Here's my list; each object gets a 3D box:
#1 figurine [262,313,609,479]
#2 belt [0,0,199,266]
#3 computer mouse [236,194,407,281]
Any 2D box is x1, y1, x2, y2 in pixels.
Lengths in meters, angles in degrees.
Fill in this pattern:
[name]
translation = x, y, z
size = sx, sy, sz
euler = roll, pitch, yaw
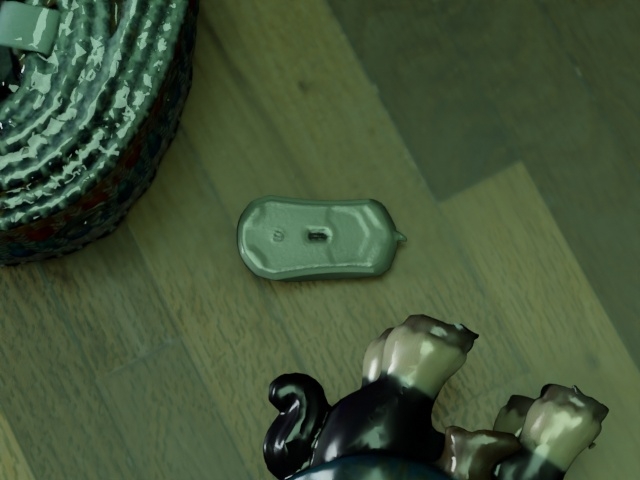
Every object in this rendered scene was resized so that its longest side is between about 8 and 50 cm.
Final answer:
[figurine]
translation = 0.021, 0.238, 1.069
size = 0.412, 0.241, 0.306
euler = -34, 102, -21
[belt]
translation = -0.182, -0.131, 1.167
size = 0.207, 0.160, 0.295
euler = 29, 82, 9
[computer mouse]
translation = 0.000, 0.000, 1.196
size = 0.110, 0.032, 0.056
euler = -1, 79, -7
